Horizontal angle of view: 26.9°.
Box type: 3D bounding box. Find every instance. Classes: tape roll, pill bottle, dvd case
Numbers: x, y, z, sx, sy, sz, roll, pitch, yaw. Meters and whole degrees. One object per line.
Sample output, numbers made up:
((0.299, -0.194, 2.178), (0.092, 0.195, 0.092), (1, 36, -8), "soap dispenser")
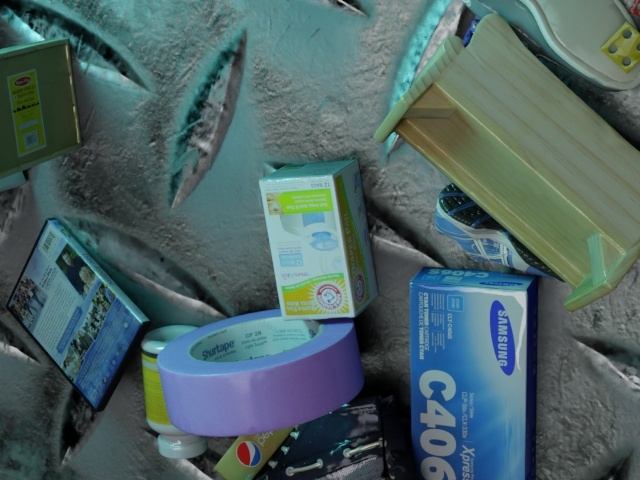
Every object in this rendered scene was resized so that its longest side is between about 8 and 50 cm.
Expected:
((-0.082, 0.175, 1.833), (0.274, 0.275, 0.090), (-5, 105, 23), "tape roll")
((-0.211, 0.227, 1.994), (0.103, 0.103, 0.184), (4, 106, 20), "pill bottle")
((-0.372, 0.112, 2.024), (0.253, 0.022, 0.180), (43, 118, 26), "dvd case")

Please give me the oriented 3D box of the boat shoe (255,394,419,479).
((-0.018, 0.316, 1.909), (0.340, 0.127, 0.158), (-15, 75, 26), "boat shoe")

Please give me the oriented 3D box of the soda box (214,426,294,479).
((-0.080, 0.287, 1.983), (0.058, 0.061, 0.181), (40, 115, 7), "soda box")

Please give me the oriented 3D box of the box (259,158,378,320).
((0.000, 0.000, 1.844), (0.114, 0.103, 0.203), (-3, 104, 23), "box")

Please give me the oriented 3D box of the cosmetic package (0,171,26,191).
((-0.658, -0.112, 2.042), (0.365, 0.155, 0.197), (-19, 94, 26), "cosmetic package")

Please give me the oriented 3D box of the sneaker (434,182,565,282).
((0.247, -0.005, 1.773), (0.211, 0.080, 0.081), (30, 150, 3), "sneaker")

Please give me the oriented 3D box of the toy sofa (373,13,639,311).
((0.262, -0.097, 1.673), (0.362, 0.150, 0.177), (41, 71, 1), "toy sofa")

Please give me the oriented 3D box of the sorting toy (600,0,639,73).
((0.481, -0.223, 1.615), (0.274, 0.046, 0.132), (20, 112, 5), "sorting toy")

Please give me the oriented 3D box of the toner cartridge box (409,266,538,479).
((0.211, 0.217, 1.842), (0.165, 0.075, 0.348), (3, 106, 20), "toner cartridge box")

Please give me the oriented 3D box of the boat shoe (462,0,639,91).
((0.269, -0.293, 1.677), (0.319, 0.116, 0.099), (39, 159, 0), "boat shoe")

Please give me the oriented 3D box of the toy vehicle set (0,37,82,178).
((-0.422, -0.185, 1.866), (0.035, 0.267, 0.166), (0, 104, 20), "toy vehicle set")
